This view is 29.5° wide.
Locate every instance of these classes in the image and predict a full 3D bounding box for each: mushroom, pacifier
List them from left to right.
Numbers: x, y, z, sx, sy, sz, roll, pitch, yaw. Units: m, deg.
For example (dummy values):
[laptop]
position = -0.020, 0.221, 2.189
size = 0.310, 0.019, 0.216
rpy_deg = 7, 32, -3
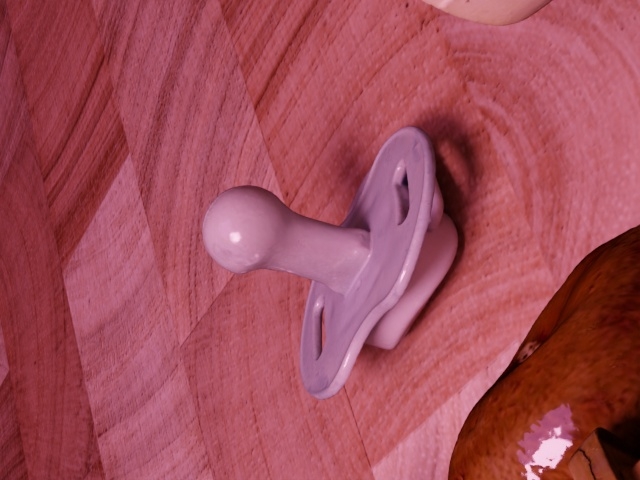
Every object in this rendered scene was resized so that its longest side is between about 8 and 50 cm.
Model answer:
[pacifier]
position = 0.000, 0.000, 1.133
size = 0.238, 0.226, 0.287
rpy_deg = -93, 28, -44
[mushroom]
position = 0.217, 0.100, 0.790
size = 0.267, 0.254, 0.267
rpy_deg = -168, 90, -88

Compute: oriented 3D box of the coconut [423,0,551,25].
[coconut]
position = 0.122, -0.318, 0.889
size = 0.323, 0.323, 0.323
rpy_deg = -4, 85, 58

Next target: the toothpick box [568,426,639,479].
[toothpick box]
position = 0.305, 0.096, 0.557
size = 0.308, 0.187, 0.190
rpy_deg = -49, 26, 21
